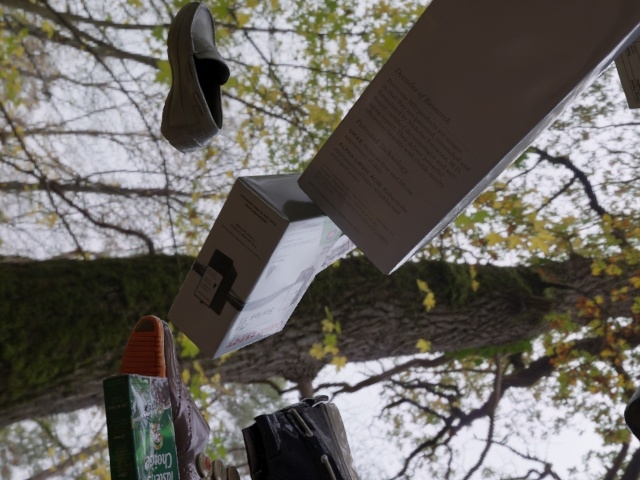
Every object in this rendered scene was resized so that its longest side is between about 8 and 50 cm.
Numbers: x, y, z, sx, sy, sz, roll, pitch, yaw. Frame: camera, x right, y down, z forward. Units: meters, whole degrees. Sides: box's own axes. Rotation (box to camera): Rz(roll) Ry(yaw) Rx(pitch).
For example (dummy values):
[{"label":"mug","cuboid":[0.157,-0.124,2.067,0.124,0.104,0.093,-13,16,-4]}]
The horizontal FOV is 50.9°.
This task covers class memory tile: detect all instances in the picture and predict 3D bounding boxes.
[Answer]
[{"label":"memory tile","cuboid":[-0.136,0.369,0.916,0.012,0.113,0.148,-22,-131,13]}]

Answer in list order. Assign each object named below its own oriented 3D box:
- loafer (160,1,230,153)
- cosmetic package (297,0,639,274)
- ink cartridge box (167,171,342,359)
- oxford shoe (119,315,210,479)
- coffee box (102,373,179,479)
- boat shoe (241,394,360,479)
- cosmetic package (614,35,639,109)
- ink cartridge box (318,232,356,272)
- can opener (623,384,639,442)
[{"label":"loafer","cuboid":[-0.211,-0.302,1.206,0.112,0.112,0.319,-14,-116,23]},{"label":"cosmetic package","cuboid":[0.169,-0.160,0.700,0.156,0.217,0.385,45,-53,8]},{"label":"ink cartridge box","cuboid":[-0.071,0.027,0.809,0.087,0.153,0.208,41,-63,20]},{"label":"oxford shoe","cuboid":[-0.281,0.316,1.237,0.130,0.133,0.363,-4,-92,42]},{"label":"coffee box","cuboid":[-0.226,0.268,0.864,0.041,0.113,0.184,-14,-108,12]},{"label":"boat shoe","cuboid":[-0.012,0.409,1.027,0.127,0.158,0.340,-53,-131,39]},{"label":"cosmetic package","cuboid":[0.666,-0.322,1.116,0.310,0.113,0.160,7,-41,48]},{"label":"ink cartridge box","cuboid":[0.000,0.000,1.060,0.060,0.180,0.104,53,-10,17]},{"label":"can opener","cuboid":[0.320,0.057,0.563,0.095,0.283,0.076,51,-40,10]}]
